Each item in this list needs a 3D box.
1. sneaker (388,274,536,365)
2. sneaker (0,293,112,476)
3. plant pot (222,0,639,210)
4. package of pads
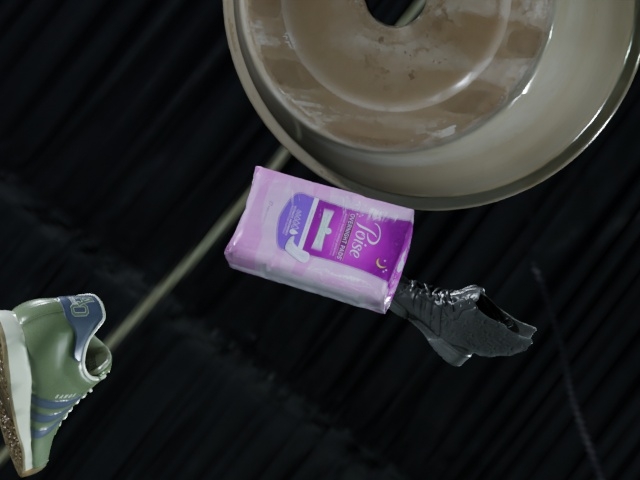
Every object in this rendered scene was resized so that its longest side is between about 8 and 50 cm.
[{"bbox_3d":[0.139,0.069,1.453,0.170,0.089,0.051,45,28,-6],"label":"sneaker"},{"bbox_3d":[-0.192,0.106,1.006,0.064,0.086,0.192,58,-25,31],"label":"sneaker"},{"bbox_3d":[0.066,-0.167,0.931,0.323,0.323,0.280,37,13,3],"label":"plant pot"},{"bbox_3d":[0.000,0.000,0.657,0.083,0.050,0.032,17,-19,6],"label":"package of pads"}]
